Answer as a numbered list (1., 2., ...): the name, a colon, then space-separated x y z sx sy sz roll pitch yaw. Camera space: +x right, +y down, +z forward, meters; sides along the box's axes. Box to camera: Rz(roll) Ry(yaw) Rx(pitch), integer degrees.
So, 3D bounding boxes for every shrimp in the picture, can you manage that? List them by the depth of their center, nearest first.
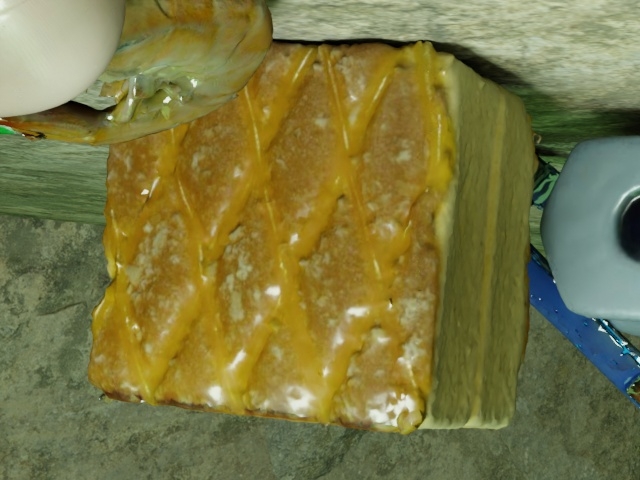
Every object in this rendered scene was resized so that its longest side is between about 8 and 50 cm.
1. shrimp: -0.136 -0.101 0.869 0.236 0.053 0.133 -10 154 -30

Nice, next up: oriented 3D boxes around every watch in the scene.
1. watch: 0.283 0.013 1.478 0.274 0.068 0.276 42 -145 10

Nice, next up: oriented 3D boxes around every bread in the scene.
1. bread: 0.000 0.000 1.122 0.279 0.279 0.207 0 172 28

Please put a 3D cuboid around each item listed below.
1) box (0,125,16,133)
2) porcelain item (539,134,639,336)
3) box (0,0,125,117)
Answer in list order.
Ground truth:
1. box: -0.307 -0.123 0.924 0.250 0.103 0.180 3 176 44
2. porcelain item: 0.366 0.000 1.306 0.242 0.179 0.405 1 178 36
3. box: -0.189 -0.119 0.706 0.200 0.088 0.146 1 149 25
